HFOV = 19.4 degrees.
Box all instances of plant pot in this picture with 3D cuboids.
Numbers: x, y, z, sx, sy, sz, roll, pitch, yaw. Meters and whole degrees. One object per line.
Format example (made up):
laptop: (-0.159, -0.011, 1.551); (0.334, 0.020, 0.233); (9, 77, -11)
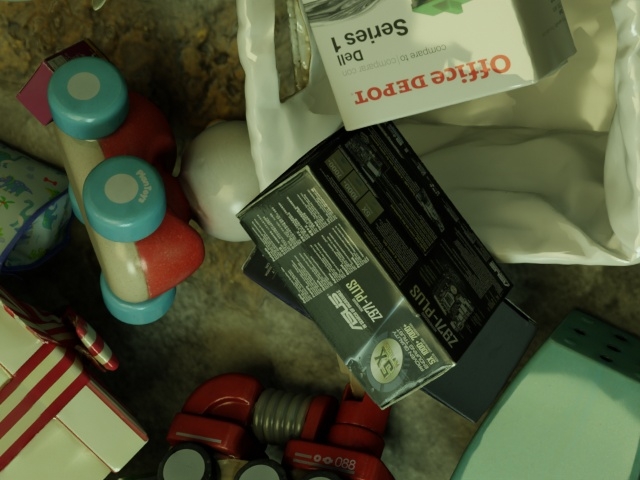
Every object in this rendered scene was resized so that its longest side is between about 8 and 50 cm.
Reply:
plant pot: (0.221, 0.196, 1.689); (0.166, 0.165, 0.234); (27, 111, 13)

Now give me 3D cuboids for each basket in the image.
basket: (0.135, -0.177, 1.508); (0.331, 0.266, 0.328); (4, 112, 24)

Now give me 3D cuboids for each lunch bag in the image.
lunch bag: (-0.330, -0.025, 1.850); (0.129, 0.151, 0.096); (24, 118, 13)

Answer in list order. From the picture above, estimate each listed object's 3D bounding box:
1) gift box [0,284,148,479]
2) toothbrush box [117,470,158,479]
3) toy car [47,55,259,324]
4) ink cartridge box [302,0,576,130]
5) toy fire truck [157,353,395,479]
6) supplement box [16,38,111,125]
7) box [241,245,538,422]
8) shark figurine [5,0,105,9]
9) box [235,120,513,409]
gift box: (-0.333, 0.156, 1.814); (0.258, 0.255, 0.276); (-45, 106, -7)
toothbrush box: (-0.240, 0.365, 1.851); (0.283, 0.206, 0.122); (-43, 81, 3)
toy car: (-0.113, -0.066, 1.743); (0.219, 0.238, 0.210); (93, 158, -63)
ink cartridge box: (0.067, -0.203, 1.319); (0.160, 0.092, 0.219); (-13, 103, 29)
toy fire truck: (-0.027, 0.161, 1.815); (0.217, 0.246, 0.158); (9, 156, 23)
supplement box: (-0.244, -0.153, 1.797); (0.043, 0.083, 0.055); (46, 123, 2)
box: (0.061, 0.051, 1.645); (0.207, 0.153, 0.108); (31, 86, 40)
shark figurine: (-0.255, -0.257, 1.756); (0.278, 0.116, 0.166); (-13, 71, 20)
box: (0.044, 0.009, 1.389); (0.077, 0.147, 0.180); (-34, 96, 31)
